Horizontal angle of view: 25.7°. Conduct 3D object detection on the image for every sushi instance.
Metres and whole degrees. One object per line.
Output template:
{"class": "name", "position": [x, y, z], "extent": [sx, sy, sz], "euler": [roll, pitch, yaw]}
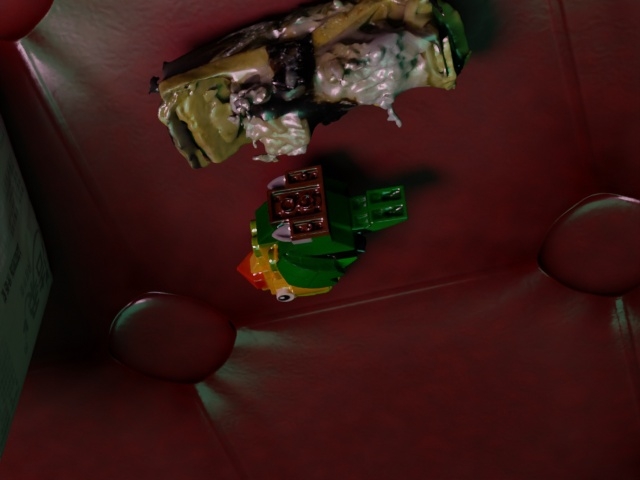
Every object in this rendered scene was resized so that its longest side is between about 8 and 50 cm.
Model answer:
{"class": "sushi", "position": [-0.003, -0.139, 1.300], "extent": [0.291, 0.131, 0.139], "euler": [-19, 128, 6]}

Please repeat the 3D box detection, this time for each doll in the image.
{"class": "doll", "position": [-0.008, 0.000, 1.436], "extent": [0.134, 0.106, 0.186], "euler": [3, 150, -21]}

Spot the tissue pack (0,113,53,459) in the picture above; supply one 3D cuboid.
{"class": "tissue pack", "position": [-0.406, 0.063, 1.293], "extent": [0.205, 0.405, 0.332], "euler": [-2, 131, 6]}
